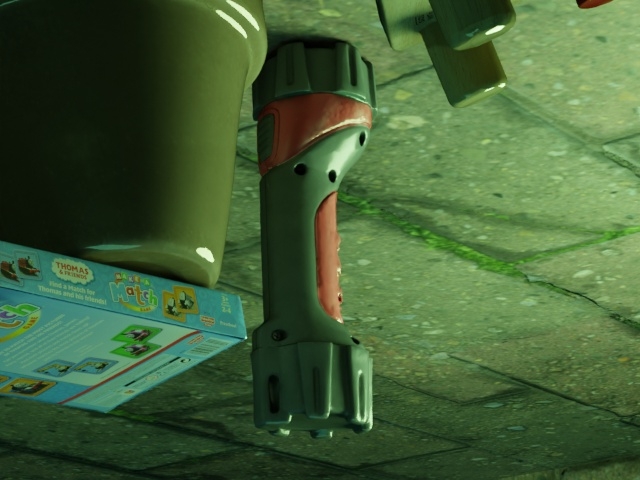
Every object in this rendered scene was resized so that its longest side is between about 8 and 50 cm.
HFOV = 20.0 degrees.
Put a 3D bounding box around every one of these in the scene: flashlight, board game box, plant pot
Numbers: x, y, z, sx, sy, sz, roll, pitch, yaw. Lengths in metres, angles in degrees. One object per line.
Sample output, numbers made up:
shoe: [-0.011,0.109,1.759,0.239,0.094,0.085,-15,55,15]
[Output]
flashlight: [0.000,0.000,1.422,0.103,0.304,0.103,-9,161,16]
board game box: [-0.182,0.063,1.231,0.211,0.039,0.160,14,147,-43]
plant pot: [-0.159,-0.070,1.276,0.263,0.229,0.263,-7,156,-3]

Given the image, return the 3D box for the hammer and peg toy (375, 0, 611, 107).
hammer and peg toy: [0.145,-0.170,1.022,0.266,0.127,0.361,-22,174,1]
